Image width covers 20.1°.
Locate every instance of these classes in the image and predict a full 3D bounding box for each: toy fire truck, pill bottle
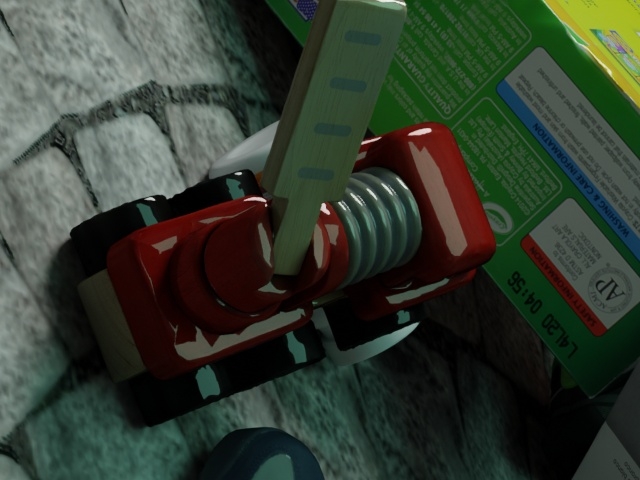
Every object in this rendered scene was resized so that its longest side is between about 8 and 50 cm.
[{"bbox_3d":[0.007,-0.024,0.950,0.217,0.246,0.158,-18,85,-37],"label":"toy fire truck"},{"bbox_3d":[0.000,0.000,1.148,0.152,0.086,0.086,61,26,-11],"label":"pill bottle"}]

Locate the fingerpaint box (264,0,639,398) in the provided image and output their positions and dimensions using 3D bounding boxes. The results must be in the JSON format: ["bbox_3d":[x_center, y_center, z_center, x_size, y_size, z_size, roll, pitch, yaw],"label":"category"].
[{"bbox_3d":[0.171,-0.119,1.350,0.445,0.163,0.371,51,23,14],"label":"fingerpaint box"}]

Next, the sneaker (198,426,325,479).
[{"bbox_3d":[0.001,0.220,0.915,0.112,0.131,0.319,42,34,-38],"label":"sneaker"}]

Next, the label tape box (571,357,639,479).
[{"bbox_3d":[0.266,0.219,1.202,0.240,0.333,0.106,8,30,-31],"label":"label tape box"}]

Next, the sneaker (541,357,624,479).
[{"bbox_3d":[0.314,0.293,1.429,0.483,0.185,0.202,53,34,-4],"label":"sneaker"}]
